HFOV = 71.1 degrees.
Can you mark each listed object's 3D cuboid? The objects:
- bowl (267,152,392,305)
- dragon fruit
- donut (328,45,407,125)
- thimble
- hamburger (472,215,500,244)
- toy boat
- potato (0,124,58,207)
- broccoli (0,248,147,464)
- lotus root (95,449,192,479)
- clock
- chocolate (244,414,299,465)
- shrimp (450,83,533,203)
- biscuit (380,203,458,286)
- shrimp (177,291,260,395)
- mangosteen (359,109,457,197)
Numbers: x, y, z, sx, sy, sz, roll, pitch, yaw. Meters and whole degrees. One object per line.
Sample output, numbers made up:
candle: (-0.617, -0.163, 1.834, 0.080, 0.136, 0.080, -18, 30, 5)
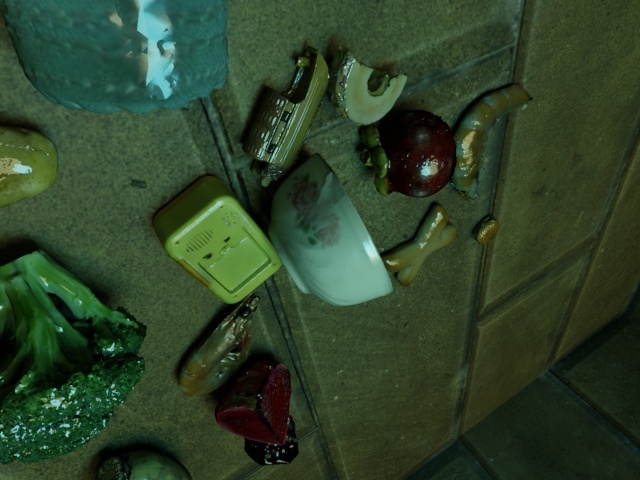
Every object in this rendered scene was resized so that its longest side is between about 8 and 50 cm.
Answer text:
bowl: (0.000, 0.000, 0.783, 0.145, 0.277, 0.277, -29, 137, 2)
dragon fruit: (-0.151, 0.369, 1.030, 0.189, 0.163, 0.262, -18, 141, -8)
donut: (0.068, -0.253, 0.759, 0.165, 0.065, 0.108, -5, 128, -48)
thimble: (-0.216, -0.234, 0.477, 0.234, 0.198, 0.143, 9, 128, 4)
hamburger: (0.470, -0.028, 1.268, 0.083, 0.044, 0.076, -49, 137, 9)
toy boat: (-0.059, -0.196, 0.715, 0.088, 0.068, 0.226, 12, 114, -39)
potato: (-0.407, -0.083, 0.533, 0.170, 0.080, 0.107, -16, 143, -29)
broccoli: (-0.401, 0.162, 0.623, 0.307, 0.308, 0.275, -22, 99, -22)
lotus root: (-0.385, 0.570, 1.022, 0.173, 0.173, 0.309, -35, 144, -10)
clock: (-0.170, 0.003, 0.768, 0.143, 0.096, 0.202, -38, 136, -3)
chocolate: (-0.126, 0.476, 1.163, 0.156, 0.156, 0.133, -6, 108, -34)
shrimp: (0.370, -0.241, 1.023, 0.185, 0.068, 0.287, 20, 99, -49)
biscuit: (0.257, 0.018, 1.141, 0.208, 0.047, 0.164, -46, 137, 3)
shrimp: (-0.191, 0.226, 0.953, 0.152, 0.063, 0.287, 24, 109, -48)
mangosteen: (0.164, -0.161, 0.855, 0.180, 0.166, 0.166, -5, 132, 3)
